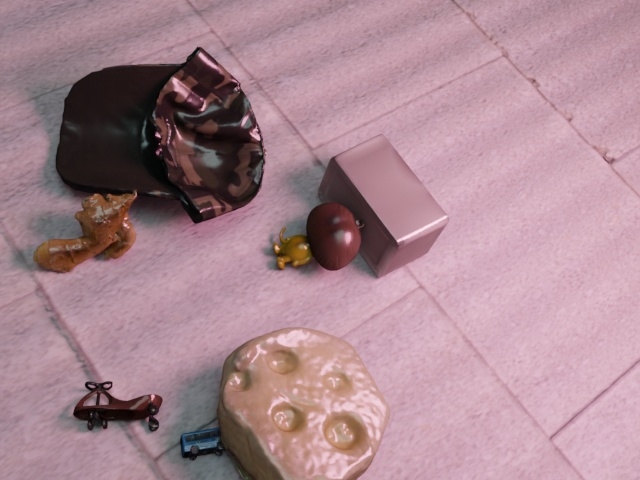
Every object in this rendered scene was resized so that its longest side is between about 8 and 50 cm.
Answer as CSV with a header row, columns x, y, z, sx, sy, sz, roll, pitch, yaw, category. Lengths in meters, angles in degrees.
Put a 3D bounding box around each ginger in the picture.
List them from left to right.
x,y,z,sx,sy,sz,roll,pitch,yaw,category
-0.447,-0.017,1.564,0.214,0.132,0.059,-15,23,-16,ginger

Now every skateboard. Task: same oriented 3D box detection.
x,y,z,sx,sy,sz,roll,pitch,yaw,category
-0.355,0.287,1.438,0.152,0.067,0.080,2,50,-10,skateboard

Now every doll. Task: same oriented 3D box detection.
x,y,z,sx,sy,sz,roll,pitch,yaw,category
-0.003,-0.007,1.679,0.188,0.096,0.145,-1,65,18,doll

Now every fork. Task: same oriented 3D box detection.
x,y,z,sx,sy,sz,roll,pitch,yaw,category
-0.091,0.455,1.425,0.034,0.028,0.219,-28,70,-32,fork

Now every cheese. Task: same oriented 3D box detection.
x,y,z,sx,sy,sz,roll,pitch,yaw,category
-0.036,0.312,1.456,0.318,0.115,0.326,22,48,-8,cheese

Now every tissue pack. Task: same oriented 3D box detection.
x,y,z,sx,sy,sz,roll,pitch,yaw,category
0.125,-0.072,1.729,0.136,0.159,0.246,-27,71,-26,tissue pack

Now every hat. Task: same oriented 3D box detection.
x,y,z,sx,sy,sz,roll,pitch,yaw,category
-0.333,-0.198,1.705,0.382,0.257,0.366,-3,72,23,hat

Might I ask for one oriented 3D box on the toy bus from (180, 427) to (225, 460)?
x,y,z,sx,sy,sz,roll,pitch,yaw,category
-0.205,0.358,1.446,0.083,0.038,0.046,-6,59,-19,toy bus
